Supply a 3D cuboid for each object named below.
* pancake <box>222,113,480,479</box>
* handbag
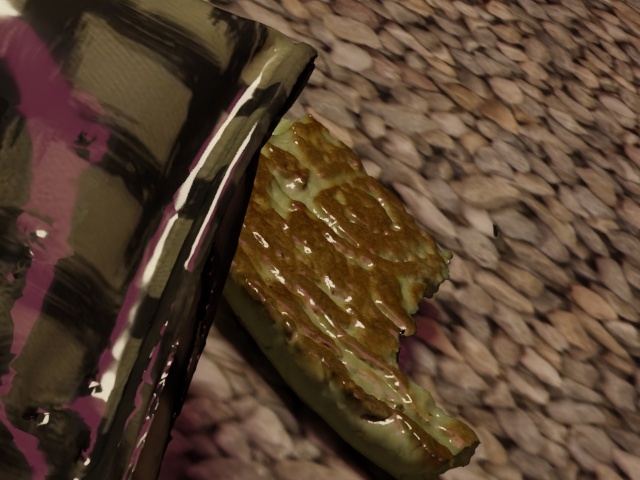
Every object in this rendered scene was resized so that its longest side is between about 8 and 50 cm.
[{"bbox_3d":[-0.003,0.004,1.021,0.197,0.054,0.377,13,38,-30],"label":"pancake"},{"bbox_3d":[-0.195,-0.017,0.703,0.325,0.162,0.327,24,50,-9],"label":"handbag"}]
